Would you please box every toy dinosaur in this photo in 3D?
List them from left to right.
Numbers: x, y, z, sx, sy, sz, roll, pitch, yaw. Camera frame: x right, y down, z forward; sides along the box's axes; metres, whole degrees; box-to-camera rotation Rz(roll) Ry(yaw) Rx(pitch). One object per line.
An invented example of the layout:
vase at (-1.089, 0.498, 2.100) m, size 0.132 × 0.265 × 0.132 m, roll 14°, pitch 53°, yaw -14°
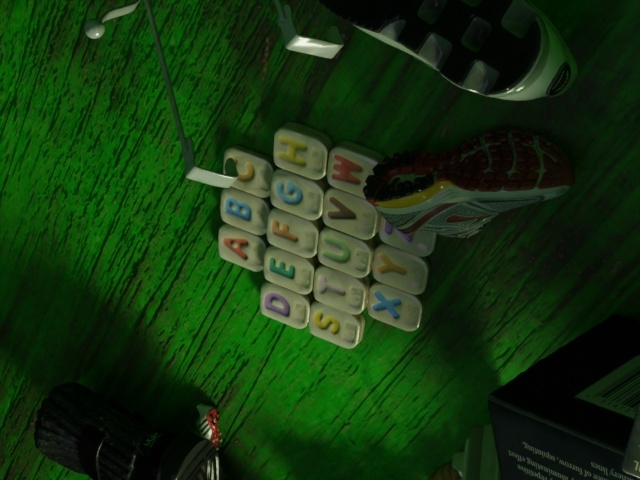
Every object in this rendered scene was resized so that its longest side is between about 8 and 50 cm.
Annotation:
toy dinosaur at (0.151, 0.323, 1.613) m, size 0.211 × 0.064 × 0.112 m, roll -43°, pitch 74°, yaw 33°

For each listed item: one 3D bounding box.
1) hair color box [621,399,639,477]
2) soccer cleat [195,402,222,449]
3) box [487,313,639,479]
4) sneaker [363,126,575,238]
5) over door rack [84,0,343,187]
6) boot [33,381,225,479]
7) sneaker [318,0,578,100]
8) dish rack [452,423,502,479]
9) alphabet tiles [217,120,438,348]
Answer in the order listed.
hair color box at (0.405, 0.097, 1.102) m, size 0.185 × 0.339 × 0.110 m, roll 19°, pitch 129°, yaw 21°
soccer cleat at (-0.158, 0.264, 1.778) m, size 0.036 × 0.029 × 0.083 m, roll 23°, pitch 127°, yaw 30°
box at (0.368, 0.318, 1.282) m, size 0.294 × 0.212 × 0.395 m, roll 18°, pitch 127°, yaw 50°
sneaker at (0.162, -0.055, 1.340) m, size 0.225 × 0.088 × 0.092 m, roll -6°, pitch 138°, yaw 33°
over door rack at (-0.135, -0.250, 1.289) m, size 0.239 × 0.108 × 0.324 m, roll -46°, pitch 62°, yaw 43°
boot at (-0.262, 0.367, 1.840) m, size 0.260 × 0.131 × 0.347 m, roll 15°, pitch 129°, yaw 26°
sneaker at (0.109, -0.229, 1.224) m, size 0.330 × 0.146 × 0.122 m, roll 46°, pitch 111°, yaw 29°
dish rack at (0.204, 0.393, 1.459) m, size 0.072 × 0.285 × 0.332 m, roll -9°, pitch 117°, yaw 14°
alphabet tiles at (0.000, 0.000, 1.506) m, size 0.278 × 0.021 × 0.284 m, roll 22°, pitch 129°, yaw 19°
